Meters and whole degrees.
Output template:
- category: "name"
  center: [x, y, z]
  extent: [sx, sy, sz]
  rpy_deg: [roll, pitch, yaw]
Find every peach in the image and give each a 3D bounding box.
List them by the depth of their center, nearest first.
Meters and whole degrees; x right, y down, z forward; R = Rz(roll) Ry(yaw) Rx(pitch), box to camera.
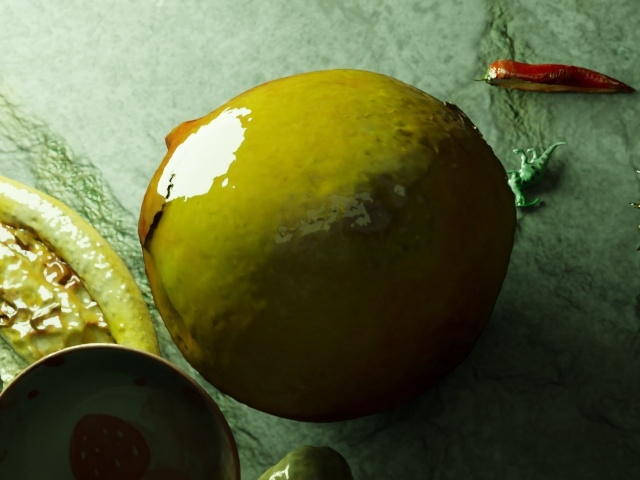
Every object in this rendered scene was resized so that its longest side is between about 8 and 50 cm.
- category: "peach"
  center: [0.000, -0.001, 1.649]
  extent: [0.373, 0.290, 0.372]
  rpy_deg: [1, 104, 4]

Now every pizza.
- category: "pizza"
  center: [-0.297, 0.056, 1.776]
  extent: [0.182, 0.074, 0.365]
  rpy_deg: [-35, 70, -16]

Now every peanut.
- category: "peanut"
  center: [-0.041, 0.306, 1.654]
  extent: [0.098, 0.103, 0.229]
  rpy_deg: [34, 71, -29]

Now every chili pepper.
- category: "chili pepper"
  center: [0.254, -0.176, 1.824]
  extent: [0.178, 0.045, 0.027]
  rpy_deg: [5, 80, 1]

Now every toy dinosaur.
- category: "toy dinosaur"
  center: [0.229, -0.070, 1.800]
  extent: [0.083, 0.021, 0.062]
  rpy_deg: [-15, 77, 4]

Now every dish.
- category: "dish"
  center: [-0.205, 0.224, 1.681]
  extent: [0.260, 0.085, 0.260]
  rpy_deg: [0, 97, 3]

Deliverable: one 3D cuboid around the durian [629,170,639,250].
- category: "durian"
  center: [0.505, -0.060, 1.627]
  extent: [0.347, 0.347, 0.384]
  rpy_deg: [41, 103, 17]
